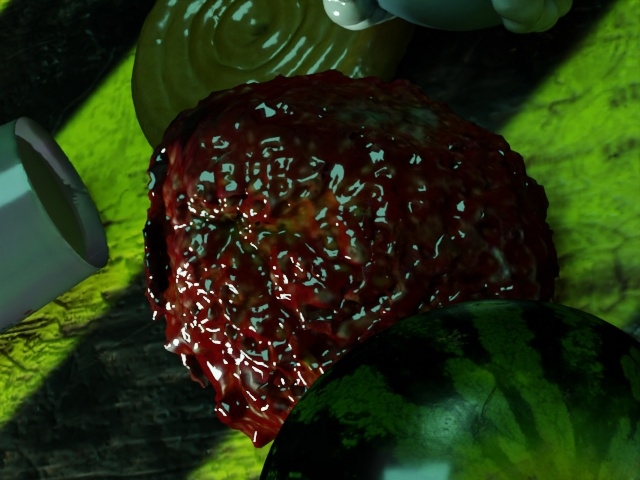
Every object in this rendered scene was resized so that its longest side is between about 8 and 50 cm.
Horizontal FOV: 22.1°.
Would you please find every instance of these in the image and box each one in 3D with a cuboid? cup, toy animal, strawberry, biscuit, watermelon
[{"bbox_3d":[-0.323,0.027,1.277,0.288,0.203,0.203,-27,53,9],"label":"cup"},{"bbox_3d":[0.078,-0.221,1.142,0.204,0.208,0.155,2,92,21],"label":"toy animal"},{"bbox_3d":[0.000,0.000,1.052,0.274,0.220,0.274,-18,52,25],"label":"strawberry"},{"bbox_3d":[-0.043,-0.165,1.291,0.262,0.037,0.262,-16,56,25],"label":"biscuit"},{"bbox_3d":[0.089,0.165,0.873,0.269,0.269,0.269,-15,57,25],"label":"watermelon"}]
